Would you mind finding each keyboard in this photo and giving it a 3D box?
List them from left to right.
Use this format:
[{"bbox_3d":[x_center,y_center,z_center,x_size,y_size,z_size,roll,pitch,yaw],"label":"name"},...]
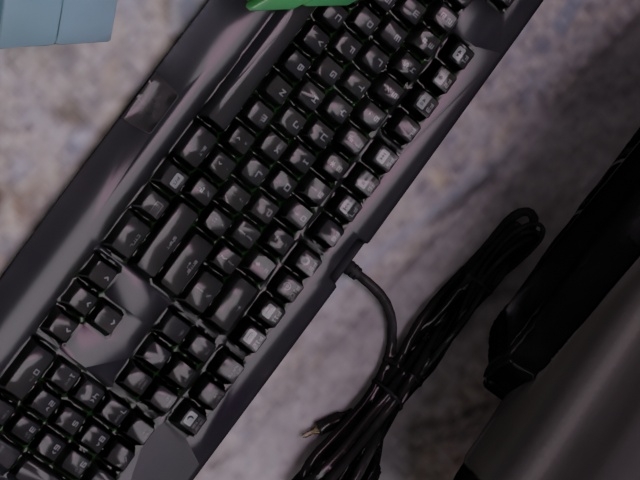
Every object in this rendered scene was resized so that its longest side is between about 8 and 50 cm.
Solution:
[{"bbox_3d":[0.000,0.000,0.741,0.201,0.033,0.317,39,85,-27],"label":"keyboard"}]

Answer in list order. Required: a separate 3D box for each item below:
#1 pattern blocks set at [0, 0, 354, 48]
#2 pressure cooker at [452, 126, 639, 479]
[{"bbox_3d":[-0.012,-0.206,0.581,0.285,0.026,0.325,-15,136,-22],"label":"pattern blocks set"},{"bbox_3d":[0.296,0.052,0.701,0.375,0.370,0.420,35,89,-30],"label":"pressure cooker"}]
